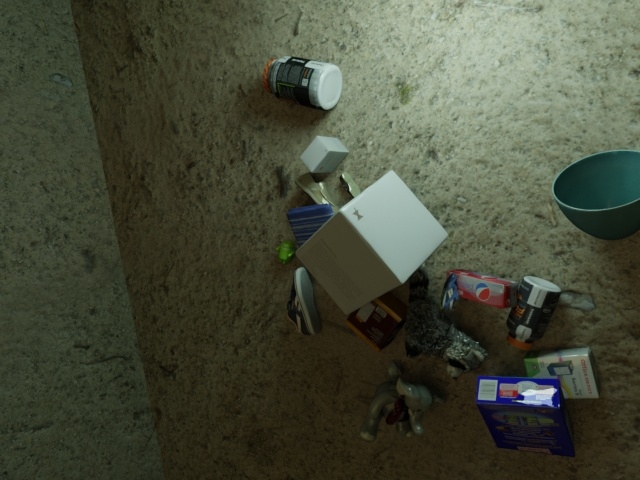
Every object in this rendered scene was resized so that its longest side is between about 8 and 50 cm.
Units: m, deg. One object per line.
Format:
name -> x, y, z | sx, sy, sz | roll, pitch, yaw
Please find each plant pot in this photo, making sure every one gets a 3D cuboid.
plant pot -> 0.897, -0.116, 1.470 | 0.290, 0.290, 0.195 | -12, 126, 33

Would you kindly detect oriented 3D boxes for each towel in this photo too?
towel -> 0.000, 0.000, 2.113 | 0.243, 0.040, 0.336 | -7, 113, 35

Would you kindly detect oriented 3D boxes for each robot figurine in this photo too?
robot figurine -> -0.163, 0.052, 2.265 | 0.101, 0.067, 0.115 | 27, 110, 40

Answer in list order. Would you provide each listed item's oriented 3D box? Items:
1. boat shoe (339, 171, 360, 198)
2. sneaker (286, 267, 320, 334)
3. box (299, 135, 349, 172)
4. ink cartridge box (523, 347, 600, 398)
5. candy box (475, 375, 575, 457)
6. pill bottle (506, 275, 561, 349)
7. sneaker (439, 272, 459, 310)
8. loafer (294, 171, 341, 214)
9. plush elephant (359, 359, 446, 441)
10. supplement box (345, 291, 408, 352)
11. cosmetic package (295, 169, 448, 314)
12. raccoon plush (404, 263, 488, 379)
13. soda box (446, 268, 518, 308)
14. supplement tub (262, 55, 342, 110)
boat shoe -> 0.128, -0.232, 2.056 | 0.133, 0.049, 0.042 | 57, 149, 5
sneaker -> -0.100, 0.290, 2.224 | 0.127, 0.126, 0.321 | -10, 93, 28
box -> 0.018, -0.366, 2.028 | 0.130, 0.170, 0.091 | -46, 72, 28
ink cartridge box -> 0.845, 0.467, 1.665 | 0.212, 0.093, 0.154 | -13, 89, 32
candy box -> 0.718, 0.614, 1.661 | 0.268, 0.122, 0.317 | -7, 128, 32
pill bottle -> 0.742, 0.261, 1.678 | 0.130, 0.130, 0.245 | 23, 108, 28
sneaker -> 0.488, 0.193, 1.768 | 0.059, 0.053, 0.144 | 16, 94, 4
loafer -> 0.000, -0.209, 2.104 | 0.268, 0.102, 0.092 | 42, 96, 14
plush elephant -> 0.350, 0.664, 1.905 | 0.255, 0.272, 0.330 | -10, 66, 58
supplement box -> 0.246, 0.325, 2.005 | 0.191, 0.129, 0.194 | 40, 116, 21
cosmetic package -> 0.179, 0.017, 1.782 | 0.327, 0.329, 0.394 | 50, 145, 2
raccoon plush -> 0.483, 0.297, 1.815 | 0.299, 0.216, 0.446 | 0, 94, 19
soda box -> 0.583, 0.172, 1.736 | 0.263, 0.083, 0.092 | 13, 105, 56
supplement tub -> -0.081, -0.679, 2.034 | 0.316, 0.193, 0.193 | 22, 108, 28
